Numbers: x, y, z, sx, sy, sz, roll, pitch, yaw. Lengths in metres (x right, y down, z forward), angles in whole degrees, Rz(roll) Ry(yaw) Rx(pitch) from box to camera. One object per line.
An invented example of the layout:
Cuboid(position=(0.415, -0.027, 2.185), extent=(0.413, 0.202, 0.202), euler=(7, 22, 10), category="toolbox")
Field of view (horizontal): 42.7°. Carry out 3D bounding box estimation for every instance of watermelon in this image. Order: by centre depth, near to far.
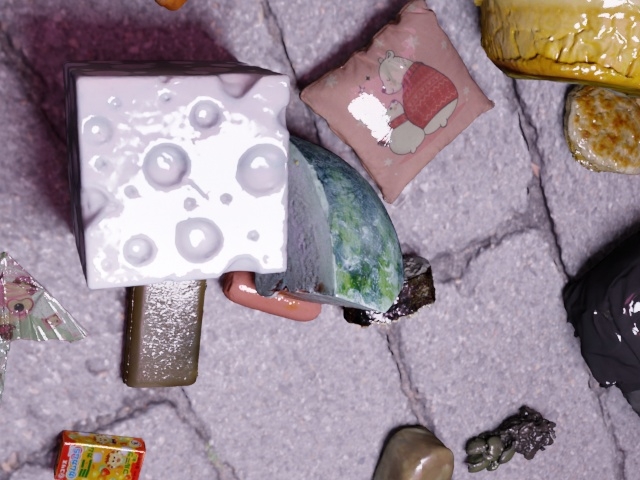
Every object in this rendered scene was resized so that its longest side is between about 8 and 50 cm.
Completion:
Cuboid(position=(0.000, 0.000, 1.158), extent=(0.213, 0.320, 0.289), euler=(-41, 155, 13), category="watermelon")

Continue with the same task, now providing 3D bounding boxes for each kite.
Cuboid(position=(-0.433, 0.137, 1.118), extent=(0.229, 0.012, 0.250), euler=(4, 104, -20), category="kite")

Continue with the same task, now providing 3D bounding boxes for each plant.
Cuboid(position=(0.328, 0.348, 1.419), extent=(0.174, 0.087, 0.085), euler=(-22, 76, -10), category="plant")

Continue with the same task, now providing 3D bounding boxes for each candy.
Cuboid(position=(-0.320, 0.319, 1.192), extent=(0.122, 0.038, 0.062), euler=(13, 100, -23), category="candy")
Cuboid(position=(0.145, 0.428, 1.359), extent=(0.102, 0.104, 0.234), euler=(4, 104, -26), category="candy")

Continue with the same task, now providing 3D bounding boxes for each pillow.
Cuboid(position=(0.119, -0.202, 1.186), extent=(0.236, 0.084, 0.223), euler=(-40, 115, -2), category="pillow")

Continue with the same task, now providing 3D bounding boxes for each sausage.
Cuboid(position=(-0.069, 0.078, 1.206), extent=(0.154, 0.062, 0.062), euler=(18, 98, -24), category="sausage")

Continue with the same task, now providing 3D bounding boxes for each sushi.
Cuboid(position=(0.105, 0.081, 1.257), extent=(0.150, 0.090, 0.078), euler=(-17, 114, -17), category="sushi")

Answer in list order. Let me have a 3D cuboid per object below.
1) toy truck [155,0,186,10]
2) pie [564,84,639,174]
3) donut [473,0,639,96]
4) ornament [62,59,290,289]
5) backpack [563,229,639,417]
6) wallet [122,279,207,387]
Cuboid(position=(-0.164, -0.429, 0.935), extent=(0.204, 0.288, 0.211), euler=(39, 133, -24), category="toy truck")
Cuboid(position=(0.472, -0.186, 1.326), extent=(0.193, 0.079, 0.163), euler=(15, 89, -22), category="pie")
Cuboid(position=(0.367, -0.276, 1.124), extent=(0.330, 0.330, 0.160), euler=(-5, 109, -19), category="donut")
Cuboid(position=(-0.186, -0.096, 1.020), extent=(0.239, 0.240, 0.239), euler=(-5, 108, -19), category="ornament")
Cuboid(position=(0.632, 0.181, 1.392), extent=(0.363, 0.255, 0.446), euler=(-31, 99, -11), category="backpack")
Cuboid(position=(-0.223, 0.114, 1.176), extent=(0.110, 0.031, 0.198), euler=(2, 104, -21), category="wallet")
